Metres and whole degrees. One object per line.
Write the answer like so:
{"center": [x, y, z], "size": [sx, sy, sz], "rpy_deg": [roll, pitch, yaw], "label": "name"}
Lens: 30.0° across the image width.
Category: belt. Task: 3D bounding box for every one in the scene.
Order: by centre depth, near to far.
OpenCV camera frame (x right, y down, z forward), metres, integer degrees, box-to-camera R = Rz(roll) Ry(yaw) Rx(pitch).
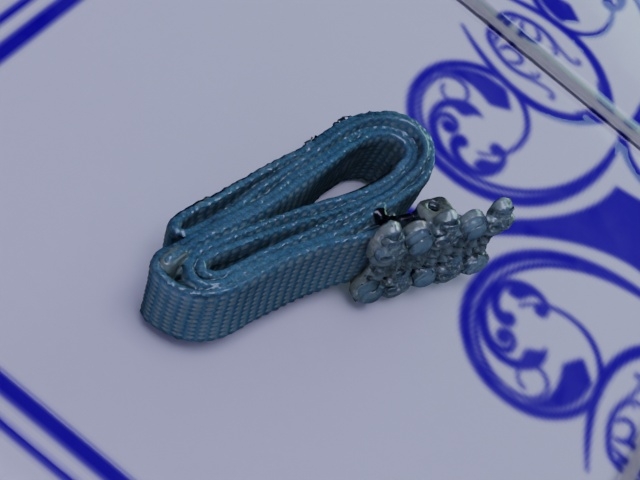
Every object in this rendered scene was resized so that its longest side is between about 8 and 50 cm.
{"center": [-0.001, 0.003, 0.584], "size": [0.179, 0.065, 0.100], "rpy_deg": [-30, 69, -32], "label": "belt"}
